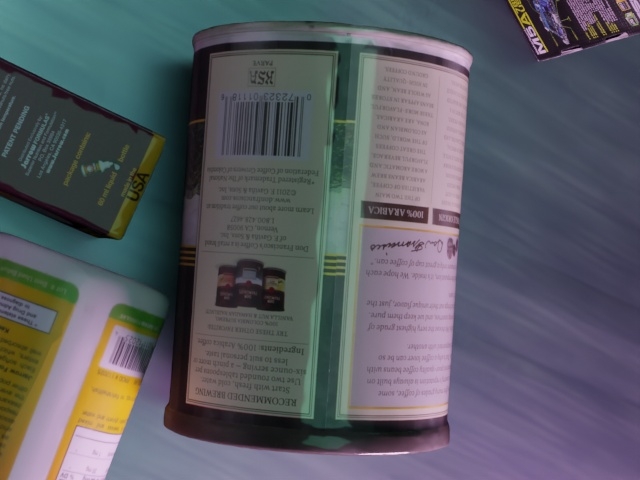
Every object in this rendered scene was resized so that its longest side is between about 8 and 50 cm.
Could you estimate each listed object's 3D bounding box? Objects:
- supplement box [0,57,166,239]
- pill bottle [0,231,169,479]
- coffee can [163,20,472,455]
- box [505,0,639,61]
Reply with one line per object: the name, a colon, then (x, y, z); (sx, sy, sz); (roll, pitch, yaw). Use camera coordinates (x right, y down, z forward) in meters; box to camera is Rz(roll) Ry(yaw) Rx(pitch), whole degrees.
supplement box: (-0.215, -0.073, 0.896); (0.188, 0.104, 0.080); (25, 83, -16)
pill bottle: (-0.207, 0.129, 0.882); (0.136, 0.136, 0.245); (22, 84, -17)
coffee can: (0.000, 0.000, 0.917); (0.202, 0.201, 0.275); (5, 89, -18)
box: (0.179, -0.237, 0.986); (0.045, 0.184, 0.190); (-33, 99, -13)
